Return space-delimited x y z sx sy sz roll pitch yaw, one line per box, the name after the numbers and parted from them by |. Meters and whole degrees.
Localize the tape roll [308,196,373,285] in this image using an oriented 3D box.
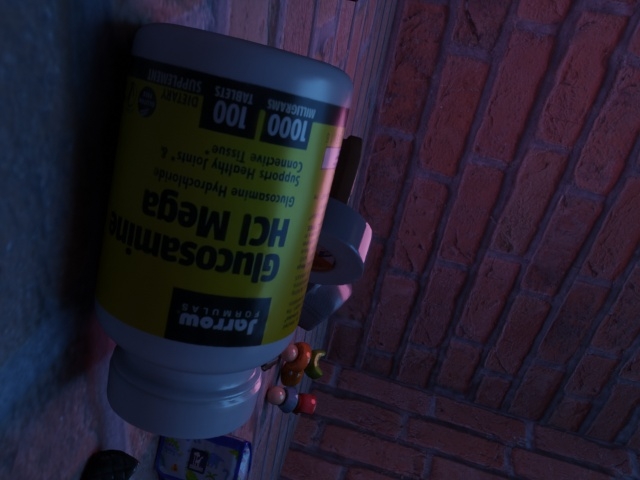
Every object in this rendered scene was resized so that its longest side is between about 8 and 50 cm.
-0.015 0.001 1.070 0.219 0.219 0.072 94 13 -59 | tape roll

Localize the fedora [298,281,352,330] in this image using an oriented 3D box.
-0.014 0.107 1.291 0.244 0.124 0.275 -43 -169 10 | fedora

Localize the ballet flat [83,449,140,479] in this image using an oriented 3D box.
-0.241 0.312 0.615 0.057 0.049 0.173 14 91 -83 | ballet flat

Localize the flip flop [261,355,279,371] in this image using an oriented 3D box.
-0.126 0.243 1.291 0.277 0.080 0.112 -54 158 -73 | flip flop

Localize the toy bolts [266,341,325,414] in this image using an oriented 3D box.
-0.112 0.458 1.892 0.218 0.159 0.228 -24 -132 43 | toy bolts

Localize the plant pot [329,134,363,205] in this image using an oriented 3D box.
0.014 -0.146 1.365 0.237 0.110 0.237 -164 -90 -83 | plant pot

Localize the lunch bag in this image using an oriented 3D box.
-0.175 0.333 0.874 0.096 0.129 0.151 -68 171 -50 | lunch bag

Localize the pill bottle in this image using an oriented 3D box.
-0.096 -0.004 0.518 0.188 0.188 0.333 -49 153 -75 | pill bottle
